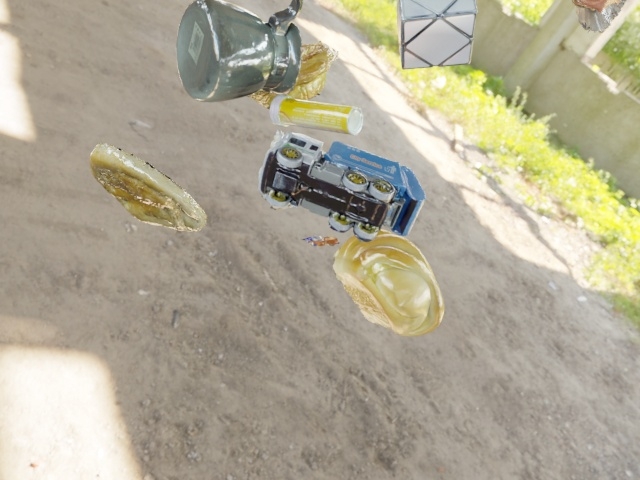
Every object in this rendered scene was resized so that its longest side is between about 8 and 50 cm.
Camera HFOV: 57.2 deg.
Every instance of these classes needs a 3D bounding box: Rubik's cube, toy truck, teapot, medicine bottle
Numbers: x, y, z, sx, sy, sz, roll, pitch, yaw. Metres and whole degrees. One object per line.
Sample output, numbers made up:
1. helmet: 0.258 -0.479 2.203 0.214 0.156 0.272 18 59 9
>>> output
1. Rubik's cube: 0.324 -0.636 1.671 0.207 0.205 0.205 -2 64 6
2. toy truck: 0.052 -0.125 1.354 0.367 0.146 0.175 21 38 0
3. teapot: -0.164 -0.470 1.361 0.285 0.305 0.223 -6 22 -36
4. medicine bottle: -0.011 -0.284 1.330 0.218 0.074 0.074 16 16 33

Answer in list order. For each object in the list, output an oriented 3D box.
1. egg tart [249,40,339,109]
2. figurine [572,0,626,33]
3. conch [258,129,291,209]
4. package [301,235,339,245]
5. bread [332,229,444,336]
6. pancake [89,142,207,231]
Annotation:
1. egg tart: -0.122 -0.637 2.321 0.443 0.443 0.178 -77 150 -60
2. figurine: 0.725 -0.673 1.552 0.166 0.207 0.387 10 3 25
3. conch: -0.128 -0.252 2.095 0.182 0.148 0.275 -31 103 -42
4. package: 0.000 0.001 1.813 0.110 0.033 0.077 0 0 -24
5. bread: 0.207 0.107 1.620 0.316 0.211 0.270 52 -19 -22
6. pancake: -0.502 -0.132 1.704 0.387 0.387 0.082 31 69 -8
